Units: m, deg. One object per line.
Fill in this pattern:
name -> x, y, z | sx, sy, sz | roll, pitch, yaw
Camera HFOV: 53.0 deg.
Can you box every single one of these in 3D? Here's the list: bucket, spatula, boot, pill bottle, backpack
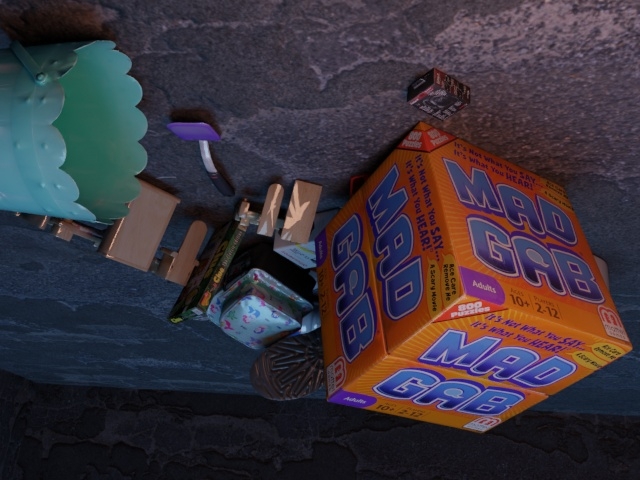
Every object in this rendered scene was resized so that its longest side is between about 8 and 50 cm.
bucket -> -0.394, -0.162, 0.955 | 0.183, 0.281, 0.281 | 3, 156, 7
spatula -> -0.211, -0.150, 1.220 | 0.084, 0.030, 0.296 | 3, 156, 9
boot -> 0.004, 0.308, 1.749 | 0.366, 0.146, 0.445 | -24, 172, -4
pill bottle -> -0.087, 0.223, 1.903 | 0.221, 0.124, 0.124 | 6, 156, -3
backpack -> -0.160, 0.156, 1.614 | 0.225, 0.191, 0.253 | 37, 132, -27

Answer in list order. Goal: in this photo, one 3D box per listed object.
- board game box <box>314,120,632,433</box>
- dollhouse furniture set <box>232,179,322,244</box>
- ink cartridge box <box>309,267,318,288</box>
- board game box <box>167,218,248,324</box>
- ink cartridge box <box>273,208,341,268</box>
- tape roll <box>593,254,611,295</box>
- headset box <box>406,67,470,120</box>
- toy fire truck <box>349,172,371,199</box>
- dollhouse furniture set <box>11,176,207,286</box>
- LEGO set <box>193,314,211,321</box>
board game box -> 0.237, 0.085, 1.145 | 0.356, 0.357, 0.356 | 18, 136, -26
dollhouse furniture set -> -0.095, -0.081, 1.351 | 0.144, 0.123, 0.151 | 13, -170, -16
ink cartridge box -> -0.044, 0.087, 1.693 | 0.145, 0.045, 0.179 | 24, 153, -36
board game box -> -0.244, 0.061, 1.423 | 0.030, 0.260, 0.136 | 41, 141, -25
ink cartridge box -> 0.000, 0.000, 1.454 | 0.175, 0.072, 0.127 | -12, 151, 33
tape roll -> 0.568, 0.148, 1.543 | 0.246, 0.169, 0.246 | 4, 155, 2
headset box -> 0.177, -0.222, 0.976 | 0.083, 0.032, 0.062 | 20, 151, -27
toy fire truck -> 0.163, -0.083, 1.268 | 0.191, 0.047, 0.135 | -4, 151, 15
dollhouse furniture set -> -0.472, -0.058, 1.456 | 0.355, 0.174, 0.303 | 17, 172, 45
LEGO set -> -0.319, 0.223, 2.078 | 0.244, 0.060, 0.182 | -15, 161, 40
